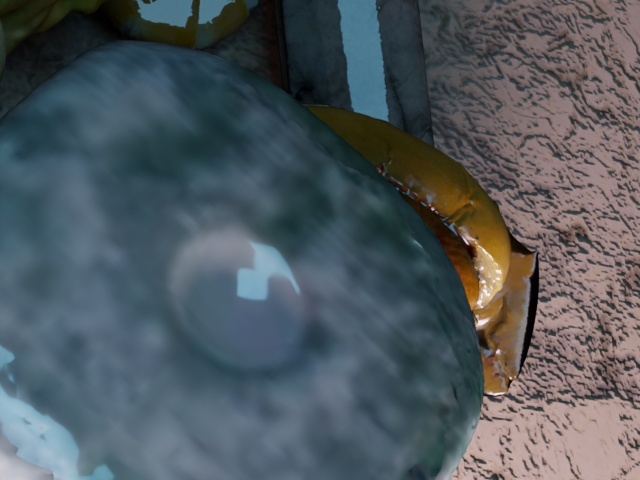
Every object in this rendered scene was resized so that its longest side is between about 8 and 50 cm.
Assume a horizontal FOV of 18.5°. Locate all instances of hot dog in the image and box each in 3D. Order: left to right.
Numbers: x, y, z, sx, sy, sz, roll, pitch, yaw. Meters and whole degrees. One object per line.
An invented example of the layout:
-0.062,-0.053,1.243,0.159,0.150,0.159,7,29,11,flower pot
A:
0.004,-0.005,1.403,0.326,0.107,0.194,15,83,3,hot dog

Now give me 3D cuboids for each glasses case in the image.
0.027,-0.111,1.504,0.114,0.060,0.299,-5,82,-10,glasses case

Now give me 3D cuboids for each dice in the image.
-0.130,0.109,1.200,0.330,0.348,0.328,44,50,-5,dice

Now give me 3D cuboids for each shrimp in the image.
-0.134,-0.279,1.512,0.152,0.063,0.287,-20,83,-15,shrimp

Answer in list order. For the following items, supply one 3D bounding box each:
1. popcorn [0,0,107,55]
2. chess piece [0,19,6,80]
-0.238,-0.263,1.348,0.312,0.312,0.312,9,67,-22,popcorn
-0.288,-0.080,1.238,0.167,0.300,0.167,9,65,-21,chess piece
